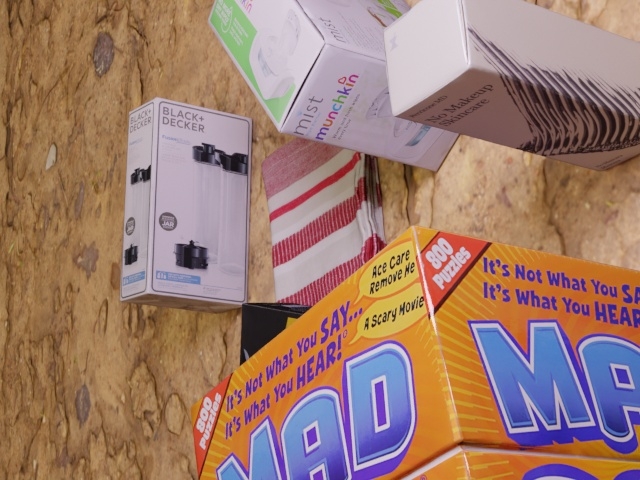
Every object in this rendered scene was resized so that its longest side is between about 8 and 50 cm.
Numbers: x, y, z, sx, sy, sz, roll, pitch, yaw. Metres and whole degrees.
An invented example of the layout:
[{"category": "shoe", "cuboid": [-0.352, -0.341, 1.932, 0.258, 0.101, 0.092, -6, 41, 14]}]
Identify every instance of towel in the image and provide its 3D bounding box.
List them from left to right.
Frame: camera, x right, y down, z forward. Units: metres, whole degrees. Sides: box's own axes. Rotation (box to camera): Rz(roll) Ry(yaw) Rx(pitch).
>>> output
[{"category": "towel", "cuboid": [0.000, 0.000, 1.638, 0.237, 0.037, 0.328, -34, 55, 49]}]

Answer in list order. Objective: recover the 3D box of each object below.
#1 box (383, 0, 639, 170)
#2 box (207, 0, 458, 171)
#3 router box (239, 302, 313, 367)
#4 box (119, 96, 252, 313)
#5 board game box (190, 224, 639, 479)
[{"category": "box", "cuboid": [0.198, -0.146, 1.158, 0.113, 0.275, 0.094, -31, 57, 49]}, {"category": "box", "cuboid": [0.025, -0.222, 1.480, 0.126, 0.231, 0.262, -61, 38, 26]}, {"category": "router box", "cuboid": [-0.011, 0.236, 1.521, 0.243, 0.081, 0.308, 6, 93, 57]}, {"category": "box", "cuboid": [-0.194, -0.048, 1.821, 0.087, 0.169, 0.289, -18, 66, 53]}, {"category": "board game box", "cuboid": [0.144, 0.249, 1.063, 0.356, 0.357, 0.356, -41, 49, 43]}]
